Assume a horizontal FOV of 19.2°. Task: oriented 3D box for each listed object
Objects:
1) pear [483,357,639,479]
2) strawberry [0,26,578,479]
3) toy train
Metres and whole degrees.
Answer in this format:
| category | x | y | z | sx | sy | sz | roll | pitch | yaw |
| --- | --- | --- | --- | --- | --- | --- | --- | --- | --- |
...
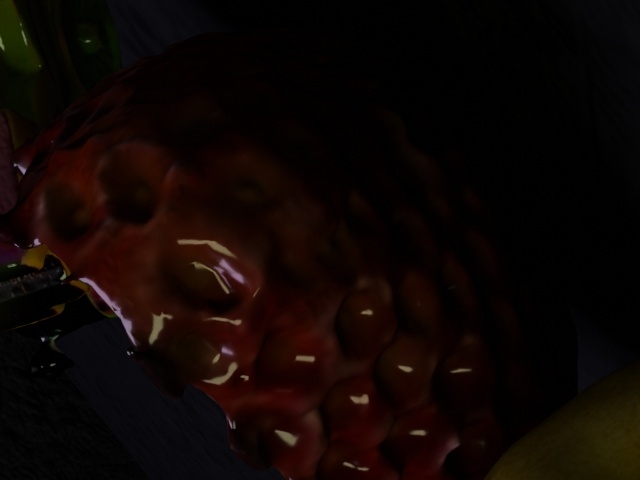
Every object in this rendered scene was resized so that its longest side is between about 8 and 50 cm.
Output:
| category | x | y | z | sx | sy | sz | roll | pitch | yaw |
| --- | --- | --- | --- | --- | --- | --- | --- | --- | --- |
| pear | 0.135 | 0.137 | 0.553 | 0.209 | 0.209 | 0.209 | 46 | 166 | 16 |
| strawberry | -0.006 | -0.006 | 0.704 | 0.253 | 0.150 | 0.280 | 47 | 180 | 43 |
| toy train | -0.157 | -0.089 | 0.859 | 0.160 | 0.100 | 0.296 | 40 | -144 | -67 |
